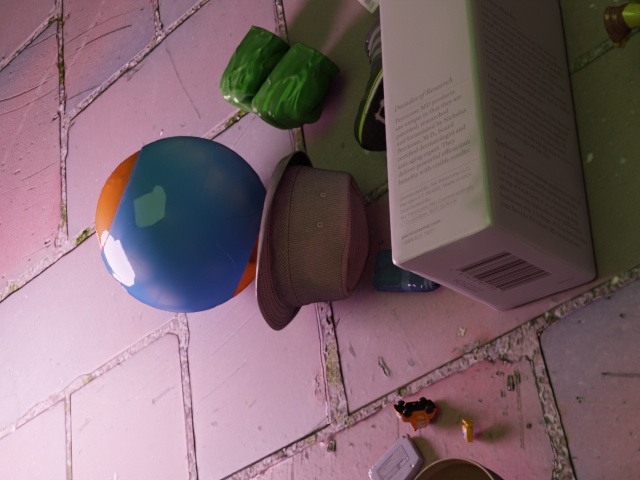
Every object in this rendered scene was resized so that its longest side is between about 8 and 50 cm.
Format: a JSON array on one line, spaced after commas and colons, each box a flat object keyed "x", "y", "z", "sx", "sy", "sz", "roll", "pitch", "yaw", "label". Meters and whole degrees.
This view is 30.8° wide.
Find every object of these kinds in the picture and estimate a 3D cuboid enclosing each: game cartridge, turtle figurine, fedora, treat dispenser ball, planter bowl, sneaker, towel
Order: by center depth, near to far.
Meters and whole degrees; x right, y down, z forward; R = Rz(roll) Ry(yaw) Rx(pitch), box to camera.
[{"x": 0.450, "y": -0.289, "z": 1.398, "sx": 0.217, "sy": 0.087, "sz": 0.269, "roll": -2, "pitch": 72, "yaw": 48, "label": "turtle figurine"}, {"x": 0.189, "y": 0.354, "z": 1.418, "sx": 0.162, "sy": 0.109, "sz": 0.162, "roll": -21, "pitch": 58, "yaw": 39, "label": "planter bowl"}, {"x": 0.105, "y": 0.312, "z": 1.597, "sx": 0.083, "sy": 0.017, "sz": 0.056, "roll": -49, "pitch": 40, "yaw": 18, "label": "game cartridge"}, {"x": 0.130, "y": 0.043, "z": 1.687, "sx": 0.119, "sy": 0.029, "sz": 0.067, "roll": -3, "pitch": 70, "yaw": 45, "label": "towel"}, {"x": 0.000, "y": 0.000, "z": 1.736, "sx": 0.124, "sy": 0.243, "sz": 0.275, "roll": 1, "pitch": 60, "yaw": 16, "label": "fedora"}, {"x": 0.119, "y": -0.275, "z": 1.809, "sx": 0.121, "sy": 0.111, "sz": 0.300, "roll": 4, "pitch": 69, "yaw": 58, "label": "sneaker"}, {"x": -0.220, "y": -0.026, "z": 1.891, "sx": 0.288, "sy": 0.288, "sz": 0.288, "roll": -22, "pitch": 57, "yaw": 38, "label": "treat dispenser ball"}]

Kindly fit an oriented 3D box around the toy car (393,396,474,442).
[{"x": 0.149, "y": 0.248, "z": 1.554, "sx": 0.122, "sy": 0.060, "sz": 0.040, "roll": 24, "pitch": 122, "yaw": 55, "label": "toy car"}]

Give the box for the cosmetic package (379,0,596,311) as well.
[{"x": 0.214, "y": -0.160, "z": 1.546, "sx": 0.161, "sy": 0.230, "sz": 0.453, "roll": -24, "pitch": 55, "yaw": 38, "label": "cosmetic package"}]

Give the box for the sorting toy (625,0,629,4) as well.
[{"x": 0.502, "y": -0.328, "z": 1.465, "sx": 0.196, "sy": 0.047, "sz": 0.347, "roll": -58, "pitch": 42, "yaw": 14, "label": "sorting toy"}]

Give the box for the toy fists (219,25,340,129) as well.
[{"x": -0.078, "y": -0.271, "z": 2.008, "sx": 0.142, "sy": 0.096, "sz": 0.279, "roll": -54, "pitch": 40, "yaw": -2, "label": "toy fists"}]

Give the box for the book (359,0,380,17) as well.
[{"x": 0.112, "y": -0.455, "z": 1.942, "sx": 0.144, "sy": 0.035, "sz": 0.096, "roll": -51, "pitch": 46, "yaw": 17, "label": "book"}]
